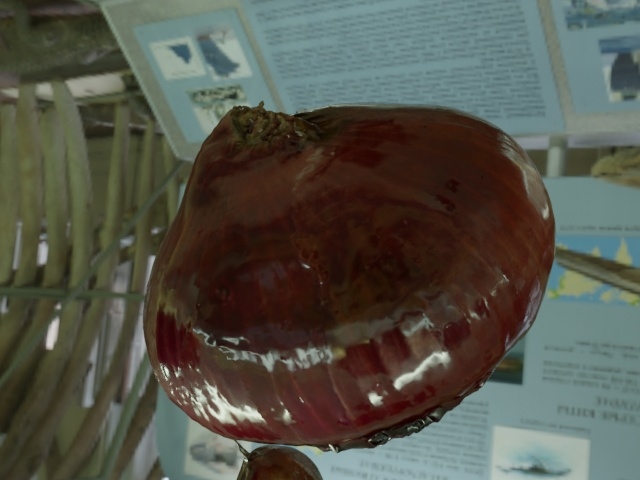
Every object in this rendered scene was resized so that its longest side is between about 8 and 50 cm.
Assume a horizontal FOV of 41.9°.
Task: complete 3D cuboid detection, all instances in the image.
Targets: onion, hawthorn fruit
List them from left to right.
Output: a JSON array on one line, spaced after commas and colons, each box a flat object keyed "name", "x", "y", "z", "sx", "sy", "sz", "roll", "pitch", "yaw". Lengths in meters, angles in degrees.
[{"name": "hawthorn fruit", "x": -0.041, "y": 0.168, "z": 0.593, "sx": 0.103, "sy": 0.067, "sz": 0.067, "roll": 46, "pitch": 164, "yaw": -10}, {"name": "onion", "x": 0.005, "y": 0.010, "z": 0.476, "sx": 0.248, "sy": 0.248, "sz": 0.161, "roll": 0, "pitch": 150, "yaw": 40}]
